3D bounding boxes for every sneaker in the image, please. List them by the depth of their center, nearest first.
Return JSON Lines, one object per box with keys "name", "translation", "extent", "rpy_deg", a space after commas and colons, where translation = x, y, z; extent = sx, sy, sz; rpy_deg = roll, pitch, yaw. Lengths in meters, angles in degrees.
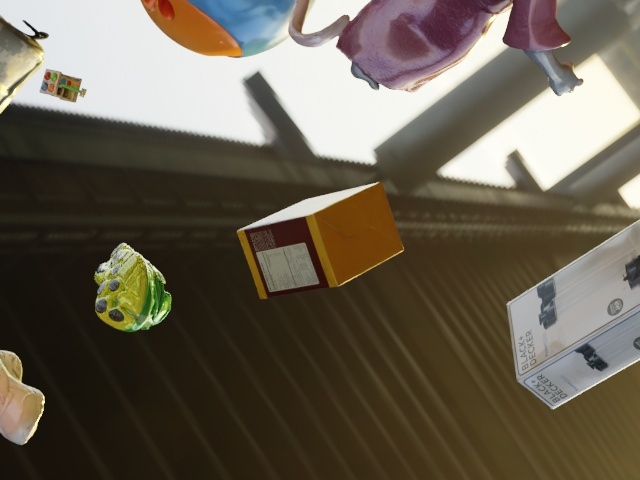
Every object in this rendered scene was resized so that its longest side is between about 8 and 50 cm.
{"name": "sneaker", "translation": [-0.507, 0.234, 1.950], "extent": [0.115, 0.090, 0.232], "rpy_deg": [29, -176, -39]}
{"name": "sneaker", "translation": [-0.284, 0.081, 2.000], "extent": [0.123, 0.109, 0.295], "rpy_deg": [38, -176, -16]}

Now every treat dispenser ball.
{"name": "treat dispenser ball", "translation": [-0.139, -0.416, 1.896], "extent": [0.288, 0.288, 0.288], "rpy_deg": [47, -162, -20]}

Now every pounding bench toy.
{"name": "pounding bench toy", "translation": [-0.524, -0.315, 2.585], "extent": [0.083, 0.052, 0.065], "rpy_deg": [15, 180, 42]}

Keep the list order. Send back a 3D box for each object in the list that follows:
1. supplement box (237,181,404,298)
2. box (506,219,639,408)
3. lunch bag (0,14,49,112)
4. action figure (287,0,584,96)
{"name": "supplement box", "translation": [0.000, 0.000, 2.198], "extent": [0.191, 0.194, 0.129], "rpy_deg": [-27, -79, -45]}
{"name": "box", "translation": [0.414, 0.100, 1.840], "extent": [0.087, 0.290, 0.169], "rpy_deg": [37, -146, -27]}
{"name": "lunch bag", "translation": [-0.463, -0.167, 1.300], "extent": [0.256, 0.305, 0.212], "rpy_deg": [40, 176, -10]}
{"name": "action figure", "translation": [0.184, -0.306, 1.354], "extent": [0.276, 0.370, 0.248], "rpy_deg": [24, -117, -28]}
